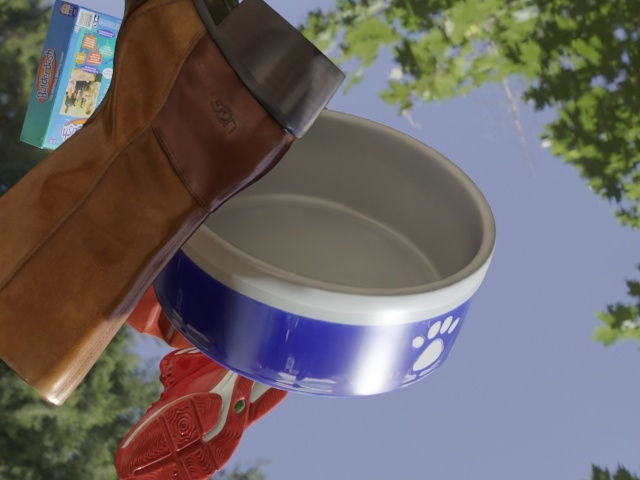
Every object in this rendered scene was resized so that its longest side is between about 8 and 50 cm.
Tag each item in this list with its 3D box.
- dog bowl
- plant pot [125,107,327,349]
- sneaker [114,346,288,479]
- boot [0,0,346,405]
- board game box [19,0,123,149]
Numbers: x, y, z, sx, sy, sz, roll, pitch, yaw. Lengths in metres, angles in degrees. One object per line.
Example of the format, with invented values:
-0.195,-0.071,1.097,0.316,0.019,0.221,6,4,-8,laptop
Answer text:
0.000,0.000,0.881,0.265,0.104,0.265,10,-146,-7,dog bowl
-0.120,-0.028,1.272,0.272,0.272,0.265,-11,-153,20,plant pot
-0.138,0.172,1.086,0.128,0.087,0.221,-3,-161,44,sneaker
-0.151,-0.071,0.738,0.280,0.096,0.264,-47,-117,5,boot
-0.350,-0.235,1.626,0.047,0.160,0.210,20,-83,25,board game box
